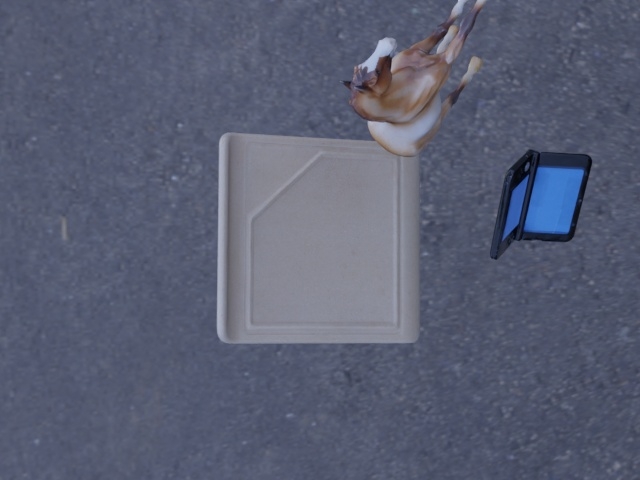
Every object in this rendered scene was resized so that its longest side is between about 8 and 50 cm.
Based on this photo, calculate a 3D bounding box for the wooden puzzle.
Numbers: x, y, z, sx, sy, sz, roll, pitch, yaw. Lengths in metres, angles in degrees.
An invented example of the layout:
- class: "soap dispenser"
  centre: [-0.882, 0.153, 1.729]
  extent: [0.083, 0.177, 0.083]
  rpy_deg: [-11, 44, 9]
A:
- class: "wooden puzzle"
  centre: [0.000, 0.000, 1.123]
  extent: [0.044, 0.239, 0.221]
  rpy_deg: [171, 100, -67]

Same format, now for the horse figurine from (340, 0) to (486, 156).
- class: "horse figurine"
  centre: [0.092, -0.144, 0.968]
  extent: [0.066, 0.263, 0.174]
  rpy_deg: [36, 79, 8]

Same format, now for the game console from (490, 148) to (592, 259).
- class: "game console"
  centre: [0.257, -0.038, 1.220]
  extent: [0.071, 0.107, 0.122]
  rpy_deg: [21, 125, 24]
